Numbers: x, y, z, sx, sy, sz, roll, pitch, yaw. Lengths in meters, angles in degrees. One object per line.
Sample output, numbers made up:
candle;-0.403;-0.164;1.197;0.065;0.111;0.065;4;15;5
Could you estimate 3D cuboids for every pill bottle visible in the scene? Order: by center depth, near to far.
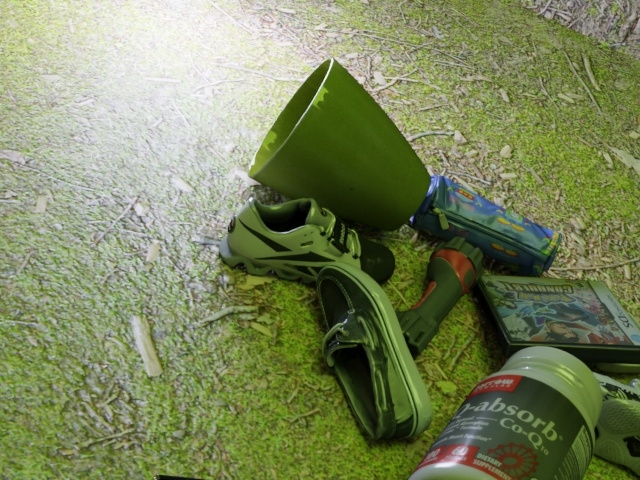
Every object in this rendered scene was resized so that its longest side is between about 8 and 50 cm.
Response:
pill bottle;0.286;0.324;1.400;0.210;0.210;0.363;36;40;12

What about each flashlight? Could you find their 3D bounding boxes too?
flashlight;0.194;0.106;1.684;0.103;0.103;0.304;39;46;9

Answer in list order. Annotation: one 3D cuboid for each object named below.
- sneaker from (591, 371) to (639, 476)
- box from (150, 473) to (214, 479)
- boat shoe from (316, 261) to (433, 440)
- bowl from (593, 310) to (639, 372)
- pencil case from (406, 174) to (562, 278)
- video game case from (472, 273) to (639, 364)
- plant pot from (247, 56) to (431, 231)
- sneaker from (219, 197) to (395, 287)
sneaker;0.577;0.299;1.645;0.366;0.137;0.210;32;39;-1
box;-0.081;0.445;1.111;0.257;0.079;0.322;19;35;-41
boat shoe;0.063;0.170;1.516;0.119;0.121;0.335;-3;50;-37
bowl;0.565;0.200;1.806;0.142;0.053;0.142;4;45;-25
pencil case;0.328;-0.022;1.867;0.306;0.119;0.133;25;16;-1
video game case;0.442;0.141;1.729;0.275;0.035;0.248;4;27;-9
plant pot;0.059;-0.154;1.787;0.293;0.275;0.275;34;38;-14
sneaker;0.000;0.000;1.655;0.330;0.146;0.122;8;41;-23
